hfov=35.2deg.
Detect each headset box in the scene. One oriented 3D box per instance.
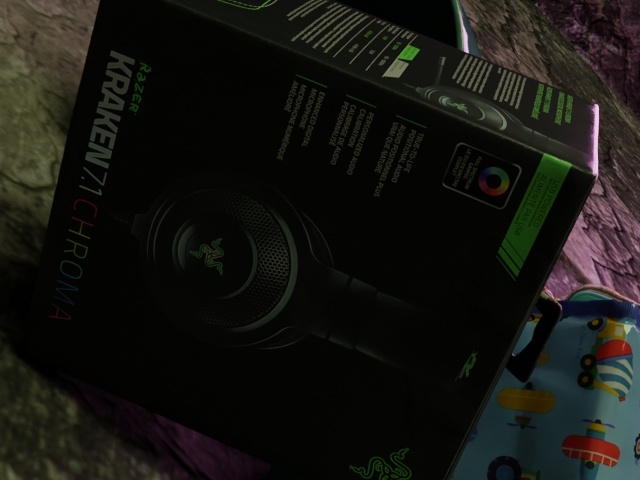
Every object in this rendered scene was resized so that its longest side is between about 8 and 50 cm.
[{"bbox_3d":[0.000,0.000,0.593,0.283,0.246,0.131,23,27,5],"label":"headset box"}]

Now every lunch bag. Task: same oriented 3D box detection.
[{"bbox_3d":[0.220,0.194,0.780,0.293,0.138,0.221,31,68,-43],"label":"lunch bag"}]

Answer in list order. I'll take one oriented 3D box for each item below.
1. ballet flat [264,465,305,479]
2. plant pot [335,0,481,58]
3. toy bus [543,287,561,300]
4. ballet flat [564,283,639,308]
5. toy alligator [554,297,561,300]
[{"bbox_3d":[-0.006,0.189,0.618,0.086,0.086,0.248,44,28,-2],"label":"ballet flat"},{"bbox_3d":[0.005,-0.107,0.826,0.293,0.293,0.235,55,15,20],"label":"plant pot"},{"bbox_3d":[0.125,0.093,0.884,0.191,0.202,0.104,32,59,-39],"label":"toy bus"},{"bbox_3d":[0.432,0.143,1.179,0.316,0.107,0.106,34,6,27],"label":"ballet flat"},{"bbox_3d":[0.241,0.086,1.131,0.051,0.056,0.190,-29,71,-21],"label":"toy alligator"}]
